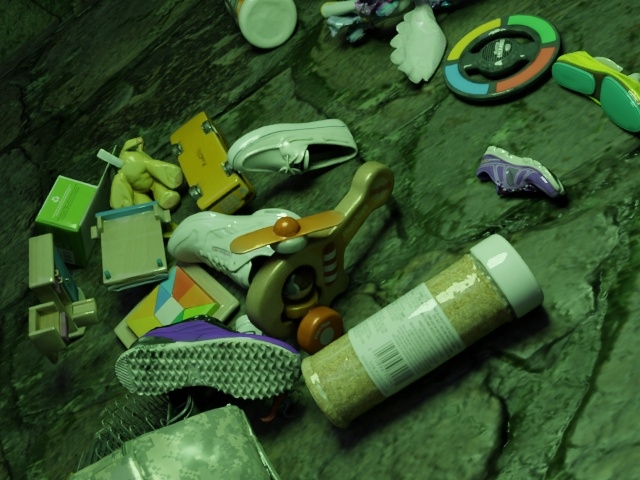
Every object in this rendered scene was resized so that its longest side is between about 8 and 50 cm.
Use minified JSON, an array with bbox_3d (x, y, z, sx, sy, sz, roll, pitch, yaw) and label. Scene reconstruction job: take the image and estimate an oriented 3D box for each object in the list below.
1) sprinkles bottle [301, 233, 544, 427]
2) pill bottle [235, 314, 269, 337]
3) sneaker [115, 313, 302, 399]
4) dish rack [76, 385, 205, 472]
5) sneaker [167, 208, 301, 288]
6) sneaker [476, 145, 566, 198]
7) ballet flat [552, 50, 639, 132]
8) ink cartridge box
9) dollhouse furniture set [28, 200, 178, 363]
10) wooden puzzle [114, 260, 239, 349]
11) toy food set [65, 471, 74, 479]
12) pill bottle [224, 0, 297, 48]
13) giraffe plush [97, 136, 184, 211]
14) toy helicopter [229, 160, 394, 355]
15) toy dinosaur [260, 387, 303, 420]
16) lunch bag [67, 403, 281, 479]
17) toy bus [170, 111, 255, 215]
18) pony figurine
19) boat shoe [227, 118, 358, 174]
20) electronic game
[{"bbox_3d":[0.145,0.134,0.893,0.355,0.121,0.121,-34,46,6],"label":"sprinkles bottle"},{"bbox_3d":[-0.121,0.192,1.053,0.067,0.067,0.120,-24,48,15],"label":"pill bottle"},{"bbox_3d":[-0.167,0.171,0.978,0.293,0.102,0.146,0,21,9],"label":"sneaker"},{"bbox_3d":[-0.312,0.319,1.024,0.271,0.074,0.208,-34,22,2],"label":"dish rack"},{"bbox_3d":[-0.178,0.020,1.179,0.304,0.114,0.152,-7,55,23],"label":"sneaker"},{"bbox_3d":[0.331,-0.099,1.008,0.071,0.068,0.170,-58,38,3],"label":"sneaker"},{"bbox_3d":[0.490,-0.263,1.017,0.077,0.077,0.231,-24,43,-8],"label":"ballet flat"},{"bbox_3d":[-0.578,-0.093,1.465,0.096,0.189,0.255,15,58,-7],"label":"ink cartridge box"},{"bbox_3d":[-0.431,0.104,1.294,0.303,0.198,0.287,-15,50,-10],"label":"dollhouse furniture set"},{"bbox_3d":[-0.299,0.150,1.213,0.221,0.044,0.238,-49,46,-8],"label":"wooden puzzle"},{"bbox_3d":[-0.471,0.514,1.038,0.218,0.071,0.128,-56,24,-18],"label":"toy food set"},{"bbox_3d":[-0.178,-0.657,1.667,0.162,0.162,0.278,-34,46,5],"label":"pill bottle"},{"bbox_3d":[-0.433,-0.155,1.463,0.181,0.210,0.170,-43,17,1],"label":"giraffe plush"},{"bbox_3d":[0.000,0.000,1.006,0.140,0.235,0.355,26,73,42],"label":"toy helicopter"},{"bbox_3d":[-0.055,0.244,0.977,0.047,0.090,0.082,7,92,18],"label":"toy dinosaur"},{"bbox_3d":[-0.156,0.400,0.818,0.255,0.213,0.305,-30,50,-12],"label":"lunch bag"},{"bbox_3d":[-0.242,-0.163,1.353,0.108,0.130,0.333,-36,46,3],"label":"toy bus"},{"bbox_3d":[0.168,-0.537,1.317,0.351,0.303,0.363,-48,30,-21],"label":"pony figurine"},{"bbox_3d":[-0.051,-0.174,1.221,0.267,0.096,0.088,-12,52,-24],"label":"boat shoe"},{"bbox_3d":[0.352,-0.362,1.191,0.229,0.048,0.229,-17,49,21],"label":"electronic game"}]
